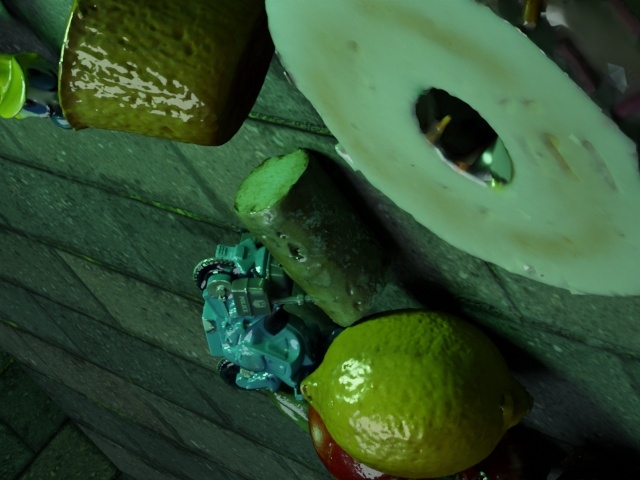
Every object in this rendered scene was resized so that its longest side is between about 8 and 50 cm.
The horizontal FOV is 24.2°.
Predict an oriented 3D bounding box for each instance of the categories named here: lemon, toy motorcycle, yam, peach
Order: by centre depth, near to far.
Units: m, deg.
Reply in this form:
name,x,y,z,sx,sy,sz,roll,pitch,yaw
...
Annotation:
name,x,y,z,sx,sy,sz,roll,pitch,yaw
yam,0.000,0.000,1.606,0.107,0.107,0.194,10,145,54
lemon,0.105,0.167,1.635,0.256,0.188,0.188,5,151,10
peach,0.076,0.224,1.807,0.197,0.197,0.197,34,160,15
toy motorcycle,-0.059,0.105,1.886,0.182,0.123,0.272,-1,136,9

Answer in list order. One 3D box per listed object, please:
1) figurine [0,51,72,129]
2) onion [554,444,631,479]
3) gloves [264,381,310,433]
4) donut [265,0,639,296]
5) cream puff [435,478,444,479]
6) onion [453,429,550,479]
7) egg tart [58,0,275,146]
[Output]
name,x,y,z,sx,sy,sz,roll,pitch,yaw
figurine,-0.416,-0.249,1.798,0.338,0.204,0.283,29,154,-5
onion,0.314,0.332,1.688,0.272,0.195,0.272,6,163,2
gloves,0.017,0.218,2.035,0.268,0.135,0.107,37,119,2
donut,0.135,-0.117,1.054,0.382,0.142,0.382,34,160,14
cream puff,0.135,0.430,2.057,0.303,0.212,0.303,20,166,5
onion,0.222,0.293,1.815,0.131,0.131,0.131,34,160,15
egg tart,-0.138,-0.180,1.343,0.171,0.215,0.215,21,158,7
